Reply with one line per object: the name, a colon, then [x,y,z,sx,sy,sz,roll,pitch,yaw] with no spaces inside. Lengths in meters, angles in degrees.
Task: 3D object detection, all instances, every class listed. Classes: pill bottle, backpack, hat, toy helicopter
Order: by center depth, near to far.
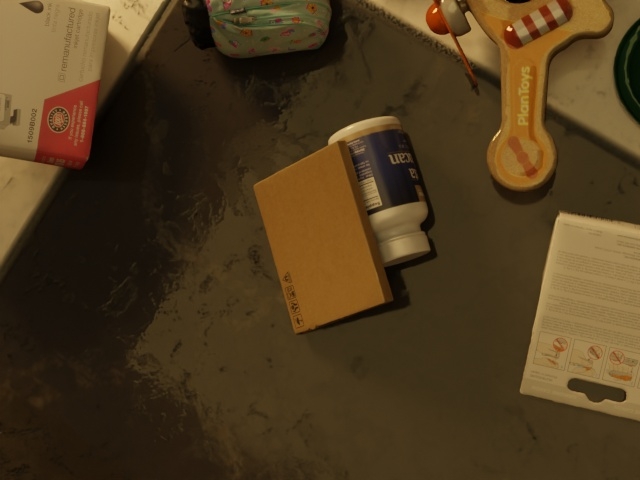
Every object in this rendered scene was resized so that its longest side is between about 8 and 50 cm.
hat: [0.436,-0.199,1.167,0.208,0.183,0.173,43,94,12]
toy helicopter: [0.226,-0.234,1.240,0.235,0.140,0.355,2,88,13]
pill bottle: [0.076,-0.057,1.272,0.094,0.094,0.169,-18,82,9]
backpack: [-0.078,-0.292,1.310,0.182,0.152,0.115,-6,89,-2]

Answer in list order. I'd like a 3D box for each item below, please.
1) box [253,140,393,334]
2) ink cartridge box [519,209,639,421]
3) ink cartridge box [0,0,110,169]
box: [0.000,0.000,1.275,0.164,0.021,0.201,-24,79,44]
ink cartridge box: [0.347,0.091,1.239,0.181,0.056,0.225,12,106,12]
ink cartridge box: [-0.424,-0.214,1.315,0.283,0.117,0.207,9,87,-18]
